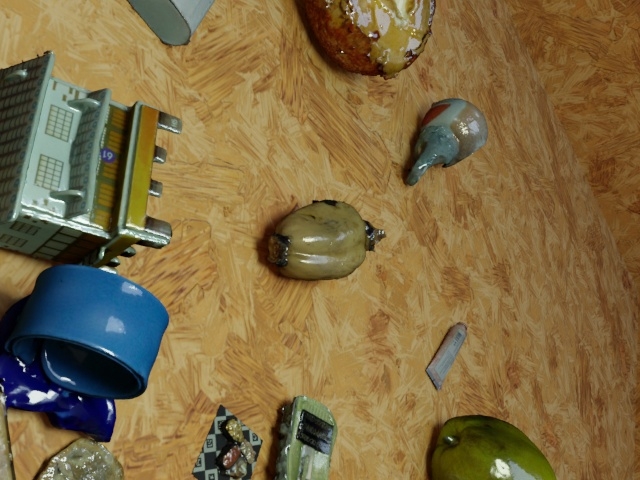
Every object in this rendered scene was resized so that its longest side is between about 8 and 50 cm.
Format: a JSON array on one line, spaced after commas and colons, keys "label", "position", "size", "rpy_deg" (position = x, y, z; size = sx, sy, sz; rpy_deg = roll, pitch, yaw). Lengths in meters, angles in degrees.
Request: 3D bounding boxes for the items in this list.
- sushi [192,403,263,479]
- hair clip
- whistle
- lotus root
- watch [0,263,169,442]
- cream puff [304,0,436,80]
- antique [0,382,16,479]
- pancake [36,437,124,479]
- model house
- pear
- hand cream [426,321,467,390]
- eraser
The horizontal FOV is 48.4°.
[{"label": "sushi", "position": [-0.134, 0.342, 1.123], "size": [0.120, 0.026, 0.126], "rpy_deg": [50, 42, -32]}, {"label": "hair clip", "position": [-0.035, 0.425, 1.181], "size": [0.138, 0.091, 0.321], "rpy_deg": [34, 39, -33]}, {"label": "whistle", "position": [0.313, -0.263, 1.868], "size": [0.348, 0.189, 0.189], "rpy_deg": [-41, 111, -38]}, {"label": "lotus root", "position": [0.000, 0.000, 1.345], "size": [0.256, 0.140, 0.155], "rpy_deg": [-6, 95, -45]}, {"label": "watch", "position": [-0.280, 0.129, 0.858], "size": [0.196, 0.200, 0.171], "rpy_deg": [31, 50, -40]}, {"label": "cream puff", "position": [0.100, -0.534, 1.605], "size": [0.350, 0.228, 0.351], "rpy_deg": [-3, 95, -36]}, {"label": "antique", "position": [-0.376, 0.311, 0.750], "size": [0.093, 0.087, 0.310], "rpy_deg": [-3, 80, -52]}, {"label": "pancake", "position": [-0.303, 0.322, 0.901], "size": [0.139, 0.022, 0.140], "rpy_deg": [25, 57, -47]}, {"label": "model house", "position": [-0.313, -0.083, 0.892], "size": [0.215, 0.198, 0.224], "rpy_deg": [19, 62, -35]}, {"label": "pear", "position": [0.387, 0.533, 1.585], "size": [0.321, 0.269, 0.269], "rpy_deg": [45, 41, -8]}, {"label": "hand cream", "position": [0.315, 0.278, 1.762], "size": [0.067, 0.043, 0.210], "rpy_deg": [60, 43, -17]}, {"label": "eraser", "position": [-0.247, -0.468, 1.231], "size": [0.174, 0.081, 0.227], "rpy_deg": [52, 40, -34]}]
